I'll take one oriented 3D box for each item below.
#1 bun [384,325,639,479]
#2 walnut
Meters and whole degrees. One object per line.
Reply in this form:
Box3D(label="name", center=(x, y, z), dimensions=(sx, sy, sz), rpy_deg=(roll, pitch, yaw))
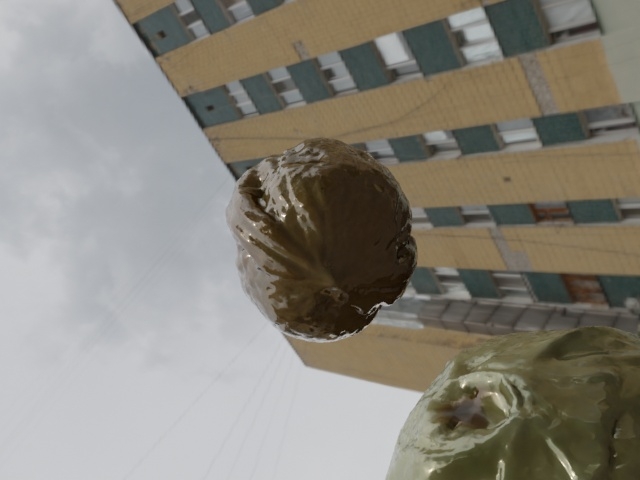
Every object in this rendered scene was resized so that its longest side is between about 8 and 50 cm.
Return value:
Box3D(label="bun", center=(0.195, 0.212, 0.659), dimensions=(0.364, 0.364, 0.202), rpy_deg=(-48, -66, -29))
Box3D(label="walnut", center=(0.000, 0.000, 0.555), dimensions=(0.155, 0.184, 0.155), rpy_deg=(-4, -71, -11))
